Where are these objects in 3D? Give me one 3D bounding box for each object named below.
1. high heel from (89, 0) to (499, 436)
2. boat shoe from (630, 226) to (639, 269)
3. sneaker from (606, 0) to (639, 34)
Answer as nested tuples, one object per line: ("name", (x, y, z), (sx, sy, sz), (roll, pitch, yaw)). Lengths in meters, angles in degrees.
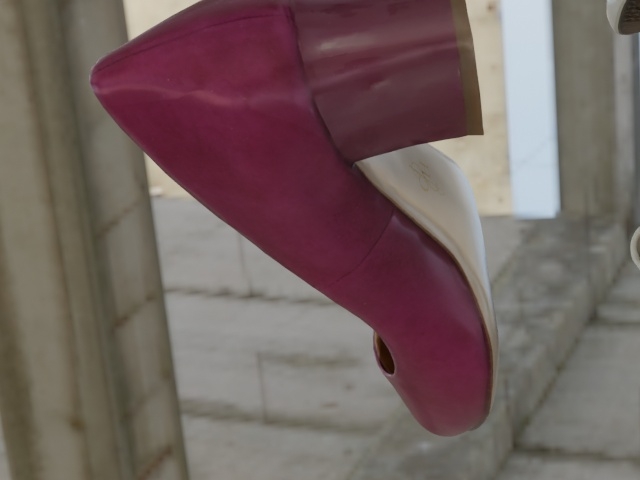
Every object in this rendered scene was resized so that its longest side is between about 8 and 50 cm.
("high heel", (0.000, 0.000, 0.945), (0.181, 0.377, 0.127), (-8, -131, 2))
("boat shoe", (0.427, 0.042, 1.603), (0.156, 0.135, 0.367), (25, -178, -37))
("sneaker", (0.342, -0.328, 1.717), (0.106, 0.290, 0.123), (-13, -119, -18))
